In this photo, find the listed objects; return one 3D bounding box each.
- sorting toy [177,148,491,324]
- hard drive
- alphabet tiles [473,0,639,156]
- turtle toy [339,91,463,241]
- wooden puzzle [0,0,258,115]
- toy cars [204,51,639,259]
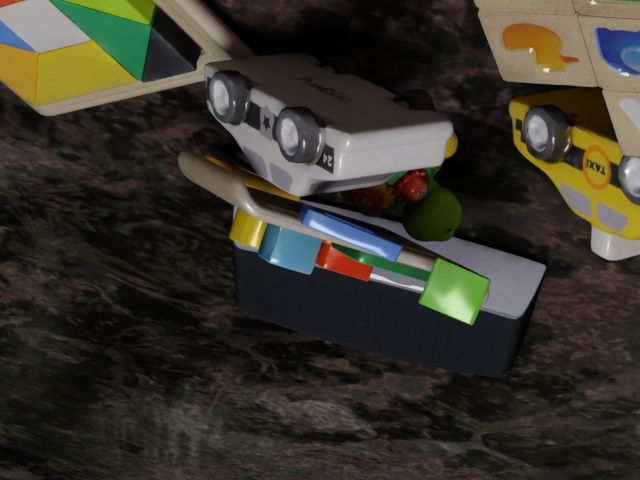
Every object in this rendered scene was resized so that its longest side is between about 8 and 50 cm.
[{"bbox_3d":[0.000,0.000,1.232,0.196,0.047,0.348,21,-177,-19],"label":"sorting toy"},{"bbox_3d":[0.048,0.040,1.453,0.255,0.054,0.172,14,154,5],"label":"hard drive"},{"bbox_3d":[0.191,-0.145,0.836,0.285,0.011,0.342,6,145,28],"label":"alphabet tiles"},{"bbox_3d":[0.051,-0.047,1.266,0.130,0.066,0.095,30,151,-25],"label":"turtle toy"},{"bbox_3d":[-0.188,-0.158,1.218,0.239,0.044,0.221,-4,147,37],"label":"wooden puzzle"},{"bbox_3d":[0.098,-0.048,1.108,0.394,0.176,0.087,8,111,17],"label":"toy cars"}]
